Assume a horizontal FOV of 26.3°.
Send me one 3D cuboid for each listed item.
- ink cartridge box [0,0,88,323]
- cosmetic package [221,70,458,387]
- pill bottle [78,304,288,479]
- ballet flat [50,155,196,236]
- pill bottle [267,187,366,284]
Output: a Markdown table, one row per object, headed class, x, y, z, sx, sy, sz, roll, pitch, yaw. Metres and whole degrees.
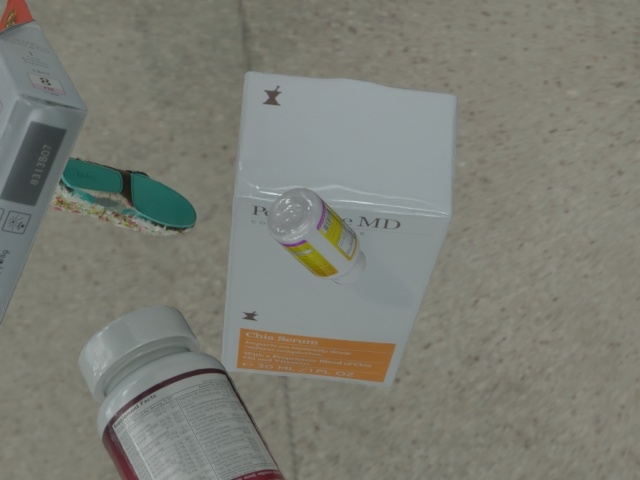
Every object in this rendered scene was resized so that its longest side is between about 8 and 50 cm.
| class | x | y | z | sx | sy | sz | roll | pitch | yaw |
| --- | --- | --- | --- | --- | --- | --- | --- | --- | --- |
| ink cartridge box | -0.246 | -0.065 | 0.968 | 0.232 | 0.066 | 0.189 | 51 | 122 | 48 |
| cosmetic package | 0.008 | 0.006 | 1.589 | 0.230 | 0.453 | 0.161 | 6 | 61 | -2 |
| pill bottle | -0.112 | 0.171 | 1.139 | 0.121 | 0.121 | 0.221 | -44 | 62 | 22 |
| ballet flat | -0.286 | -0.057 | 1.898 | 0.077 | 0.241 | 0.091 | -32 | 50 | 40 |
| pill bottle | 0.000 | 0.000 | 0.977 | 0.043 | 0.083 | 0.043 | -17 | 53 | 24 |
